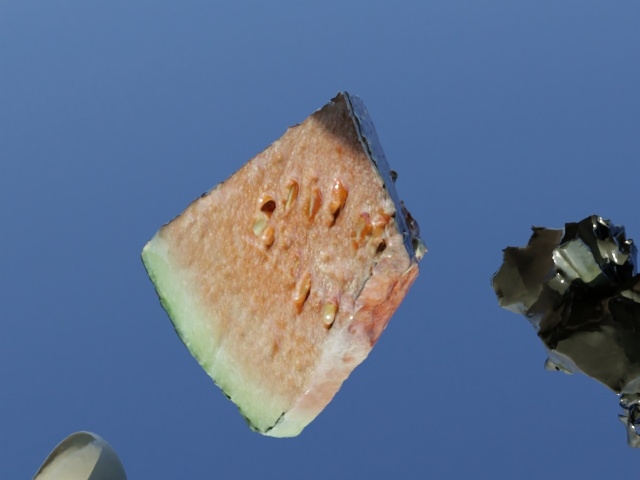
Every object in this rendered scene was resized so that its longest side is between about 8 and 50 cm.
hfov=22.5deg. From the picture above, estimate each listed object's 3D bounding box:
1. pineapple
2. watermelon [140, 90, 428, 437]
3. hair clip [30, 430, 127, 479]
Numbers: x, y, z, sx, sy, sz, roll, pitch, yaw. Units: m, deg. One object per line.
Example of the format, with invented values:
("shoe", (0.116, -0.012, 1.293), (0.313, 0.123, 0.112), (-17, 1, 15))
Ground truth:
("pineapple", (0.183, 0.072, 0.818), (0.119, 0.237, 0.111), (-9, -132, 51))
("watermelon", (0.000, 0.000, 1.138), (0.140, 0.256, 0.193), (-22, -112, -41))
("hair clip", (-0.214, 0.285, 1.214), (0.172, 0.282, 0.113), (1, -143, -50))
